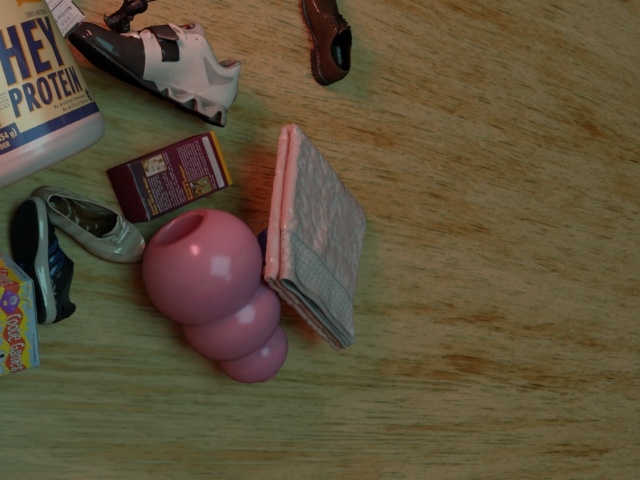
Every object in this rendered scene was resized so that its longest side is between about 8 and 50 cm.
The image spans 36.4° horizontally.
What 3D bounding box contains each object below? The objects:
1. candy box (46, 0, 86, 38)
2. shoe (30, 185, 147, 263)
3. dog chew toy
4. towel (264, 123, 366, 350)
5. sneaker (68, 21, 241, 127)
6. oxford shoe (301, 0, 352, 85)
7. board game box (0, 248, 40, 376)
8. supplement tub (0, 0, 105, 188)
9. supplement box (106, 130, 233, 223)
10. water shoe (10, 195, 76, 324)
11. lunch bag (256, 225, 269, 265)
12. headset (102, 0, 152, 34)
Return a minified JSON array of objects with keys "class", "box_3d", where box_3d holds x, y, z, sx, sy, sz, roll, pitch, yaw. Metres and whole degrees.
[{"class":"candy box","box_3d":[-0.470,-0.391,1.437,0.071,0.159,0.233,-49,119,-17]},{"class":"shoe","box_3d":[-0.372,-0.022,1.604,0.219,0.058,0.077,31,68,-33]},{"class":"dog chew toy","box_3d":[-0.163,0.110,1.680,0.206,0.206,0.332,-47,122,-32]},{"class":"towel","box_3d":[0.000,0.000,1.793,0.332,0.053,0.317,50,39,-53]},{"class":"sneaker","box_3d":[-0.273,-0.321,1.658,0.330,0.122,0.146,23,91,-44]},{"class":"oxford shoe","box_3d":[0.024,-0.431,1.939,0.082,0.096,0.227,-14,93,-37]},{"class":"board game box","box_3d":[-0.550,0.121,1.346,0.275,0.144,0.142,-14,119,-35]},{"class":"supplement tub","box_3d":[-0.436,-0.229,1.204,0.235,0.235,0.325,-34,106,-36]},{"class":"supplement box","box_3d":[-0.259,-0.110,1.689,0.188,0.080,0.104,-27,103,-37]},{"class":"water shoe","box_3d":[-0.438,0.030,1.551,0.080,0.072,0.203,-10,98,-58]},{"class":"lunch bag","box_3d":[-0.074,0.004,1.839,0.098,0.065,0.067,-16,81,-38]},{"class":"headset","box_3d":[-0.349,-0.558,1.652,0.243,0.185,0.394,-5,74,-33]}]
